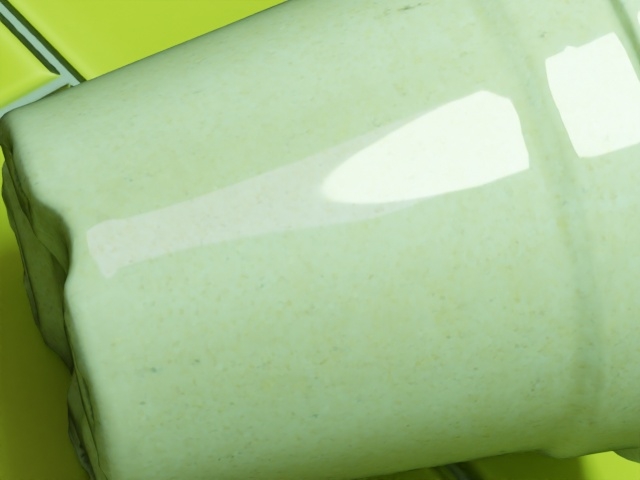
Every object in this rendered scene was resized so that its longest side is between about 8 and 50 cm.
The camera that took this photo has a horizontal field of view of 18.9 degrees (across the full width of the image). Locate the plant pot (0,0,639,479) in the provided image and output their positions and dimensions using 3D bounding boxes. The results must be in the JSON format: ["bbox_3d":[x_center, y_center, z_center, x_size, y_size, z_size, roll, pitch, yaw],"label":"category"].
[{"bbox_3d":[0.000,0.000,1.027,0.305,0.334,0.334,-15,60,-13],"label":"plant pot"}]
